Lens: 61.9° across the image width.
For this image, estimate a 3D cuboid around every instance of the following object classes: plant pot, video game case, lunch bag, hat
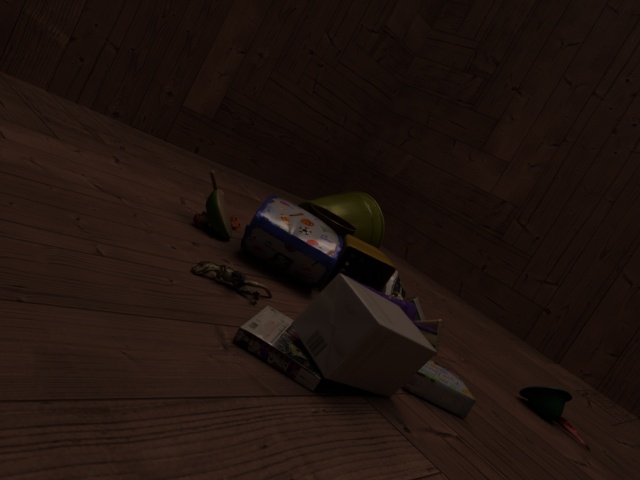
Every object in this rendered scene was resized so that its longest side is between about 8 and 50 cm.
[{"bbox_3d":[0.133,0.098,2.035,0.212,0.212,0.187,26,24,-15],"label":"plant pot"},{"bbox_3d":[0.000,0.000,2.233,0.215,0.230,0.215,29,11,-6],"label":"plant pot"},{"bbox_3d":[0.050,-0.064,2.523,0.353,0.366,0.366,1,27,-47],"label":"plant pot"},{"bbox_3d":[-0.076,0.244,1.256,0.210,0.041,0.232,31,9,5],"label":"video game case"},{"bbox_3d":[-0.100,0.002,1.926,0.328,0.238,0.385,30,1,-4],"label":"lunch bag"},{"bbox_3d":[0.824,0.642,1.927,0.173,0.183,0.208,32,-35,-28],"label":"hat"}]

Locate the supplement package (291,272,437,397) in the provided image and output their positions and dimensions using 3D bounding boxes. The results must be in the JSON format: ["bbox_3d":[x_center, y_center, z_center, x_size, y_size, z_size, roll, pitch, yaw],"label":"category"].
[{"bbox_3d":[0.110,0.235,1.276,0.293,0.175,0.177,32,15,-47],"label":"supplement package"}]

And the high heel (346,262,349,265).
[{"bbox_3d":[0.105,0.146,2.286,0.186,0.093,0.261,12,19,-30],"label":"high heel"}]

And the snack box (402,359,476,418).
[{"bbox_3d":[0.319,0.401,1.533,0.207,0.070,0.174,27,9,-9],"label":"snack box"}]

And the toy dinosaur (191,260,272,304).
[{"bbox_3d":[-0.219,0.117,1.475,0.268,0.064,0.118,28,2,-30],"label":"toy dinosaur"}]

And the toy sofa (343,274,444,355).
[{"bbox_3d":[0.206,0.228,1.650,0.363,0.177,0.150,25,-23,-31],"label":"toy sofa"}]

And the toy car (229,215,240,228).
[{"bbox_3d":[-0.384,-0.076,2.153,0.122,0.060,0.040,16,48,23],"label":"toy car"}]

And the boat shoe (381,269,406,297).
[{"bbox_3d":[0.287,0.211,2.132,0.105,0.113,0.306,40,20,-4],"label":"boat shoe"}]

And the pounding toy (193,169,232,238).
[{"bbox_3d":[-0.402,-0.107,1.936,0.183,0.110,0.236,79,-4,-63],"label":"pounding toy"}]

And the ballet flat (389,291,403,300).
[{"bbox_3d":[0.260,0.224,1.884,0.072,0.068,0.213,32,11,2],"label":"ballet flat"}]

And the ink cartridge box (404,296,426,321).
[{"bbox_3d":[0.367,0.322,2.006,0.209,0.062,0.109,70,16,6],"label":"ink cartridge box"}]
